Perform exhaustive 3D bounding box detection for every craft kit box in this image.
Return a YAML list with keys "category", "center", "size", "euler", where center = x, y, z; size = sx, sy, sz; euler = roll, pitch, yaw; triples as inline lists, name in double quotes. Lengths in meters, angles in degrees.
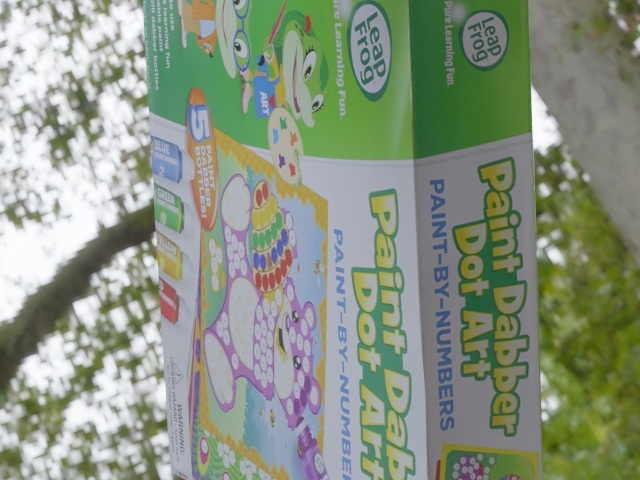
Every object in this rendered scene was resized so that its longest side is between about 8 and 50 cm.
- category: "craft kit box"
  center: [0.000, 0.000, 0.673]
  size: [0.061, 0.246, 0.250]
  euler: [-7, -81, -29]
